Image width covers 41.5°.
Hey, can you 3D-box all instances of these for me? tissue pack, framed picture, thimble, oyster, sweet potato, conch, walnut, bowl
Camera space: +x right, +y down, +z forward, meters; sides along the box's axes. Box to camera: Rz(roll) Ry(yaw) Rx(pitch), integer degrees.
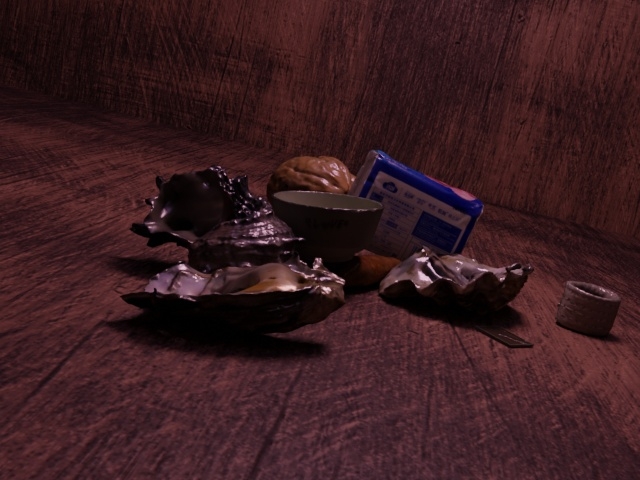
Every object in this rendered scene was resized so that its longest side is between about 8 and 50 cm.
[{"bbox_3d":[0.186,-0.052,1.836,0.270,0.209,0.137,24,3,-11],"label":"tissue pack"},{"bbox_3d":[0.331,0.173,1.523,0.066,0.006,0.089,5,15,-38],"label":"framed picture"},{"bbox_3d":[0.545,0.140,1.722,0.115,0.090,0.102,17,15,9],"label":"thimble"},{"bbox_3d":[0.287,0.082,1.673,0.238,0.114,0.351,11,3,38],"label":"oyster"},{"bbox_3d":[0.093,0.058,1.671,0.072,0.066,0.314,37,18,21],"label":"sweet potato"},{"bbox_3d":[-0.170,0.003,1.437,0.313,0.186,0.240,32,28,7],"label":"conch"},{"bbox_3d":[-0.128,0.081,1.224,0.271,0.100,0.275,17,25,28],"label":"oyster"},{"bbox_3d":[-0.017,-0.106,1.968,0.198,0.198,0.245,4,4,-40],"label":"walnut"},{"bbox_3d":[0.009,-0.025,1.575,0.212,0.112,0.211,5,13,-1],"label":"bowl"}]

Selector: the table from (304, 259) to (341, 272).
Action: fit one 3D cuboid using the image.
[{"bbox_3d":[0.000,0.000,1.712,0.133,0.043,0.133,32,33,-25],"label":"table"}]
